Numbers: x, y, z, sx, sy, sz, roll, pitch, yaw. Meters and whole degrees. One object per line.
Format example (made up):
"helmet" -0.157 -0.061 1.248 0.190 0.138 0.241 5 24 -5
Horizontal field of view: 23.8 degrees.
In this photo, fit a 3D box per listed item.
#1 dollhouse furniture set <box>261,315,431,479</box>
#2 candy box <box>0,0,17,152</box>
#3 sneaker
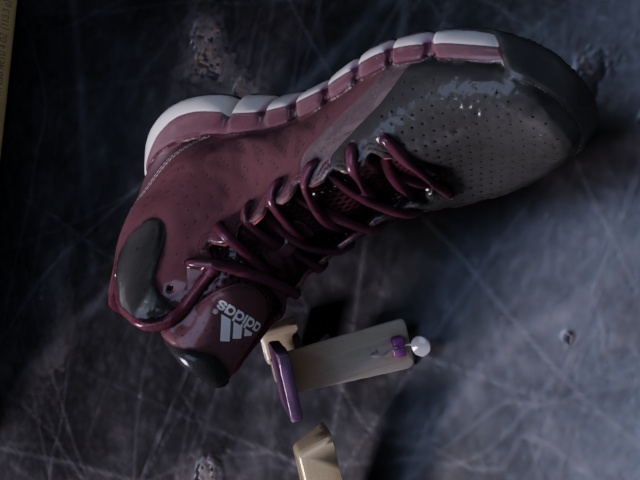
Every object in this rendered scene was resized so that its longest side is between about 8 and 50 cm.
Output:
"dollhouse furniture set" 0.023 0.097 0.805 0.081 0.091 0.114 -13 98 -7
"candy box" -0.297 -0.024 0.948 0.087 0.183 0.316 1 83 37
"sneaker" 0.000 0.000 0.747 0.281 0.106 0.162 -10 46 44
